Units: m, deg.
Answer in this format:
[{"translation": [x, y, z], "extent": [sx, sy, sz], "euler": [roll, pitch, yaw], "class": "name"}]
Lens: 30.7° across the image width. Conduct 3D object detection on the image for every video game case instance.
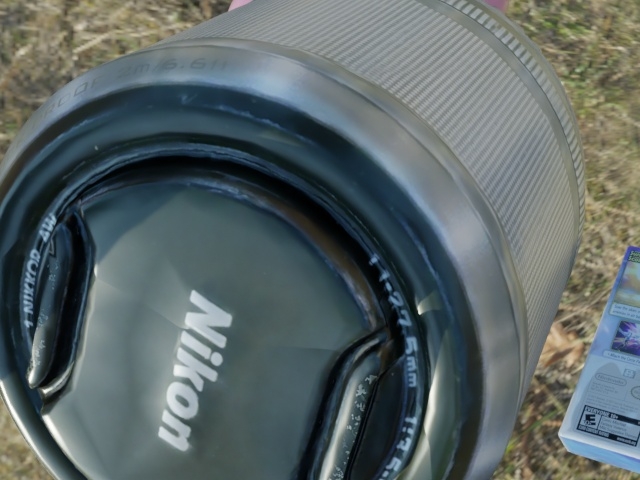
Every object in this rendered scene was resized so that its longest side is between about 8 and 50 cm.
[{"translation": [0.426, 0.147, 1.255], "extent": [0.269, 0.061, 0.244], "euler": [13, 67, 30], "class": "video game case"}]

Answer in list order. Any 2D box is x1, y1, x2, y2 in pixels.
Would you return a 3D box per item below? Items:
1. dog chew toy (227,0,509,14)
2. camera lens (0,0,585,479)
[{"translation": [0.063, -0.211, 0.970], "extent": [0.207, 0.206, 0.332], "euler": [49, 118, 14], "class": "dog chew toy"}, {"translation": [0.000, 0.000, 0.525], "extent": [0.219, 0.274, 0.219], "euler": [7, 113, 18], "class": "camera lens"}]
